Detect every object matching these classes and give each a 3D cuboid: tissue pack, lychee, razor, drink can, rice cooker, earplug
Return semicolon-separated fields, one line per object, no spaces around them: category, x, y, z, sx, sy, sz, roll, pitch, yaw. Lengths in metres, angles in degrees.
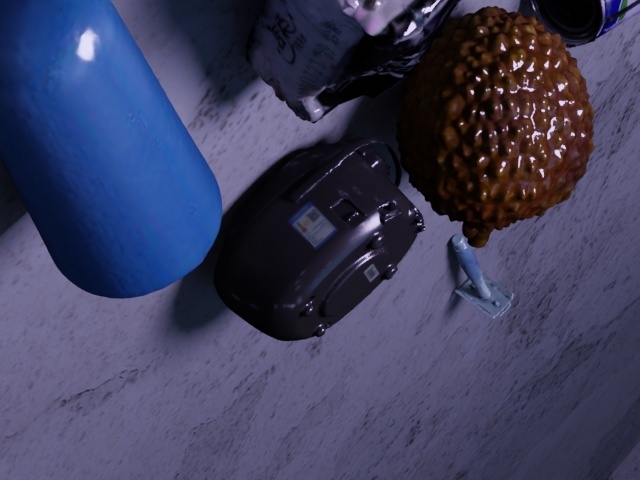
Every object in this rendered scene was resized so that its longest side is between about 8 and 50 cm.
tissue pack;0.097;-0.236;1.246;0.332;0.123;0.245;-43;176;-17
lychee;0.159;-0.097;1.518;0.200;0.200;0.238;-26;129;-41
razor;0.173;0.033;1.917;0.040;0.068;0.135;-47;144;-10
drink can;0.311;-0.277;1.630;0.235;0.097;0.097;-32;151;-31
rice cooker;0.000;-0.001;1.478;0.203;0.118;0.142;-45;155;-5
earplug;-0.159;-0.081;1.093;0.132;0.132;0.273;-43;152;-13
